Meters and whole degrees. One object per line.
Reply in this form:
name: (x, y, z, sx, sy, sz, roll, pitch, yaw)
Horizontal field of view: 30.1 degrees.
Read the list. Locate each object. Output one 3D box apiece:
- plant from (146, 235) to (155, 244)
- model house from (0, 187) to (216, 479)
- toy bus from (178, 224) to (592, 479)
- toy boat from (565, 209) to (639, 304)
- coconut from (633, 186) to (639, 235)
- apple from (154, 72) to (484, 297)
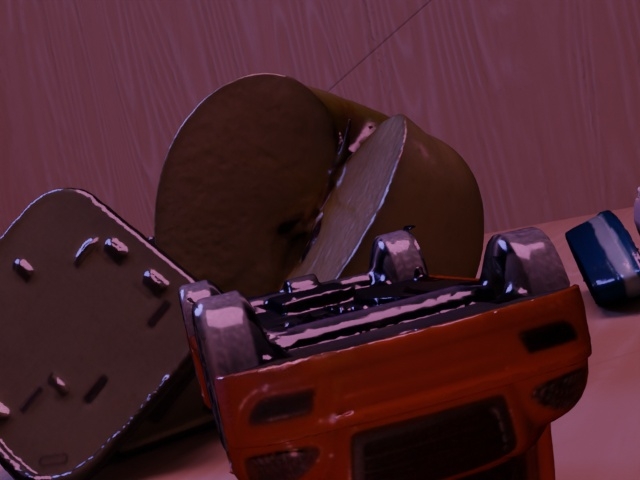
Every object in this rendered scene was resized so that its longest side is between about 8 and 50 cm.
plant: (-0.191, 0.077, 1.564, 0.204, 0.178, 0.234, 2, 18, 23)
model house: (-0.161, 0.123, 1.027, 0.205, 0.218, 0.279, -49, -32, -7)
toy bus: (0.017, 0.079, 0.556, 0.143, 0.153, 0.329, -13, 1, -9)
toy boat: (0.319, 0.024, 1.325, 0.061, 0.096, 0.299, -22, 3, 9)
coconut: (0.429, -0.035, 1.322, 0.147, 0.147, 0.153, -12, 37, -16)
apple: (0.009, 0.002, 1.086, 0.295, 0.258, 0.233, 25, 7, 42)
